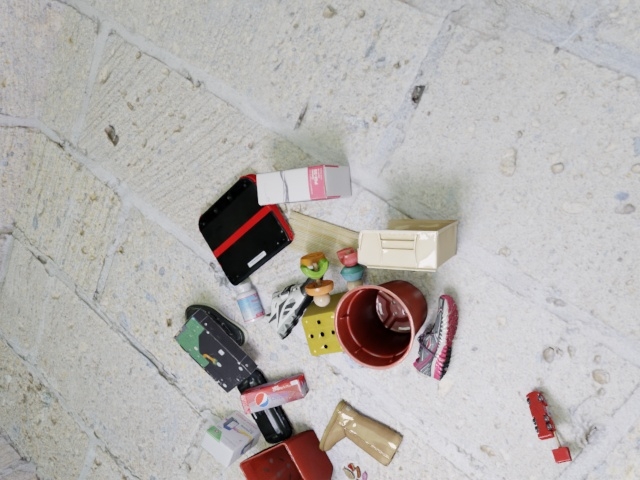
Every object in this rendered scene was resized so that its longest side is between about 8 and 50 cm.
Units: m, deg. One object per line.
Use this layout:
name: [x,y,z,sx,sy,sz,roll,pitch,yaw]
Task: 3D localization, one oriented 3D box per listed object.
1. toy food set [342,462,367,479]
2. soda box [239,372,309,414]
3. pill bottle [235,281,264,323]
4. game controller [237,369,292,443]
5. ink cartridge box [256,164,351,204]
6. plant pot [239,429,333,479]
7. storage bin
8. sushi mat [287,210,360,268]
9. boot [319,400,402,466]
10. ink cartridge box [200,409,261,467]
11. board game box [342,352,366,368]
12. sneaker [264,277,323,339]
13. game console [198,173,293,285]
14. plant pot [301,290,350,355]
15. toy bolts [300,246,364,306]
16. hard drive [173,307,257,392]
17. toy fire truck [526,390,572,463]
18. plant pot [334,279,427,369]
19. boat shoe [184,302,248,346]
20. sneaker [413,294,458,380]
toy food set: [0.147,0.921,1.950,0.122,0.019,0.078,43,115,25]
soda box: [-0.186,0.617,2.005,0.263,0.092,0.084,-19,88,11]
pill bottle: [-0.295,0.257,2.051,0.087,0.087,0.160,-21,88,29]
game controller: [-0.243,0.710,2.116,0.166,0.067,0.319,-38,78,42]
ink cartridge box: [-0.059,-0.198,1.784,0.282,0.207,0.117,-2,95,29]
plant pot: [-0.105,0.904,1.960,0.267,0.235,0.267,-35,80,28]
storage bin: [0.284,0.006,1.597,0.260,0.262,0.123,3,101,28]
sushi mat: [0.000,0.000,1.890,0.316,0.019,0.152,19,107,25]
boot: [0.145,0.772,1.889,0.269,0.089,0.236,28,110,21]
ink cartridge box: [-0.376,0.838,2.112,0.154,0.212,0.093,29,107,23]
board game box: [0.139,0.444,1.856,0.090,0.020,0.090,-11,125,29]
sneaker: [-0.117,0.226,1.929,0.146,0.122,0.331,41,114,15]
game console: [-0.317,-0.045,2.036,0.386,0.060,0.342,-38,81,30]
plant pot: [0.050,0.315,1.814,0.212,0.187,0.212,-16,89,29]
toy bolts: [0.043,0.128,1.798,0.228,0.218,0.159,-15,102,-9]
hard drive: [-0.442,0.462,2.072,0.339,0.064,0.237,44,131,-1]
toy fire truck: [0.708,0.578,1.544,0.047,0.135,0.192,-29,44,29]
plant pot: [0.226,0.256,1.664,0.272,0.265,0.273,5,100,29]
boat shoe: [-0.478,0.374,2.154,0.340,0.113,0.127,27,109,23]
sneaker: [0.385,0.324,1.671,0.111,0.120,0.300,16,105,28]
